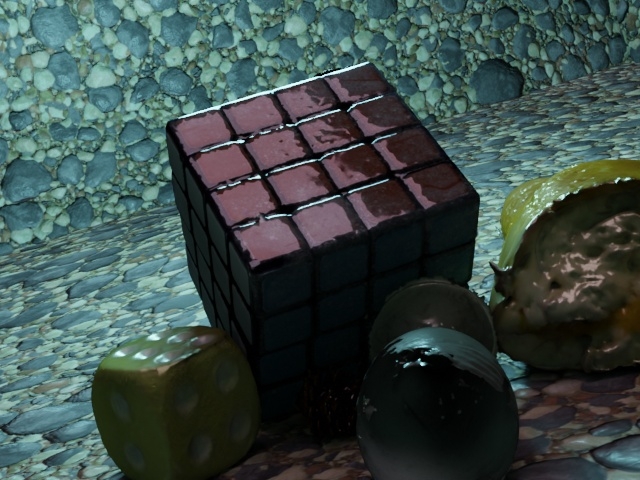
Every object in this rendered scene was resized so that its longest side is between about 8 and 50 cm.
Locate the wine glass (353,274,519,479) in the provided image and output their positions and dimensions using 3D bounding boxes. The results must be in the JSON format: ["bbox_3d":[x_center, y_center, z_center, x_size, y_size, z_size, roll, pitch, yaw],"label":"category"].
[{"bbox_3d":[0.139,0.175,1.485,0.190,0.191,0.357,-11,13,9],"label":"wine glass"}]

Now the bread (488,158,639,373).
[{"bbox_3d":[0.407,0.009,1.787,0.361,0.250,0.394,-11,14,9],"label":"bread"}]

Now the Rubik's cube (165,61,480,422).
[{"bbox_3d":[0.000,0.000,1.779,0.344,0.337,0.344,-17,48,-14],"label":"Rubik's cube"}]

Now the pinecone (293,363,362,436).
[{"bbox_3d":[0.021,0.220,1.643,0.109,0.102,0.102,25,23,10],"label":"pinecone"}]

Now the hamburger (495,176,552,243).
[{"bbox_3d":[0.407,-0.013,2.123,0.282,0.155,0.245,-8,20,39],"label":"hamburger"}]

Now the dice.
[{"bbox_3d":[-0.194,0.219,1.654,0.169,0.169,0.166,1,18,45],"label":"dice"}]
